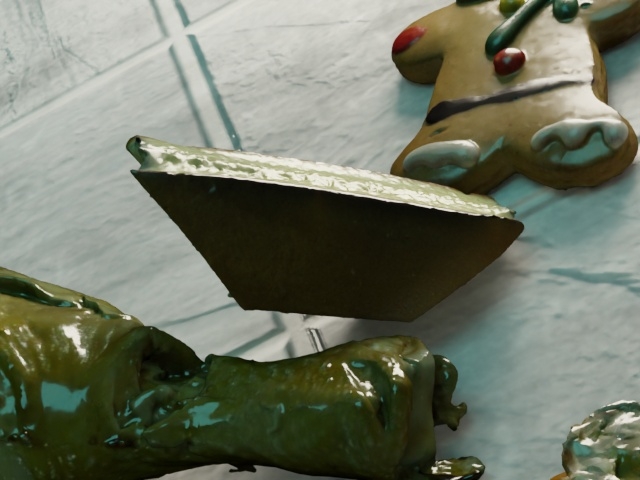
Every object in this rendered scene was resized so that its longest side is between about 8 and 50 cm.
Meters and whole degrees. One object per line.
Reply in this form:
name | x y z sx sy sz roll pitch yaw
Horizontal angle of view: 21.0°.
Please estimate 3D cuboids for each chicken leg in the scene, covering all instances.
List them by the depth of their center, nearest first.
chicken leg | -0.107 0.096 1.055 0.429 0.152 0.201 0 31 23

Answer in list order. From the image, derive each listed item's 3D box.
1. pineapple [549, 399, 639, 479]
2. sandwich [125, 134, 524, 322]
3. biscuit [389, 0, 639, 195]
pineapple | 0.183 0.150 0.839 0.236 0.114 0.186 -35 39 -10
sandwich | 0.000 0.000 1.072 0.258 0.096 0.094 7 8 -15
biscuit | 0.138 -0.144 1.228 0.197 0.049 0.301 -8 43 22
